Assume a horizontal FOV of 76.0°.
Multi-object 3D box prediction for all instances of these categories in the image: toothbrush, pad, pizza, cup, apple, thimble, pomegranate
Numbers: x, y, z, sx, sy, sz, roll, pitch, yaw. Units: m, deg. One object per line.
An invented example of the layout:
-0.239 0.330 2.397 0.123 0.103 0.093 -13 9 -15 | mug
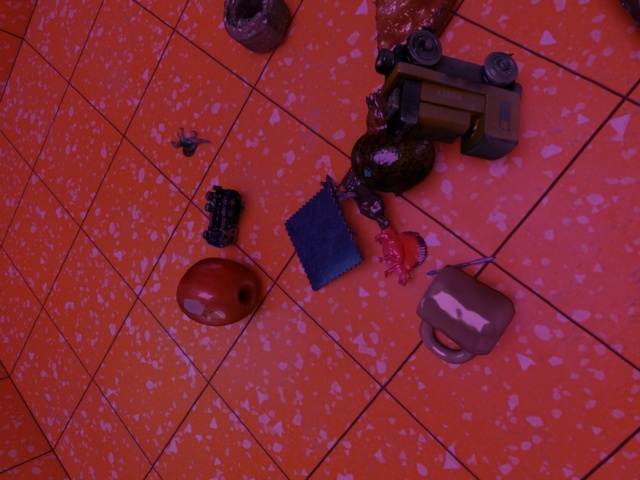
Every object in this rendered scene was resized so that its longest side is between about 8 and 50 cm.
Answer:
0.391 0.072 1.150 0.193 0.019 0.013 -17 81 24 | toothbrush
0.000 0.000 1.301 0.269 0.012 0.269 -39 71 43 | pad
0.257 -0.665 1.185 0.226 0.086 0.336 41 105 26 | pizza
0.360 0.218 1.077 0.202 0.173 0.255 34 104 25 | cup
-0.348 0.176 1.405 0.240 0.242 0.242 3 91 20 | apple
-0.219 -0.761 1.391 0.218 0.150 0.219 -1 89 27 | thimble
0.187 -0.265 1.145 0.221 0.204 0.277 -19 81 -7 | pomegranate

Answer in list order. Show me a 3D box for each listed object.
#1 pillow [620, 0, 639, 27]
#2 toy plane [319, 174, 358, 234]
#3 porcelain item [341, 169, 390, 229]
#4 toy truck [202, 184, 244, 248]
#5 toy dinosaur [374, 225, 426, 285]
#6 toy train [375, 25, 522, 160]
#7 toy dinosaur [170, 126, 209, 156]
0.791 -0.613 0.886 0.283 0.138 0.310 -29 79 15 | pillow
0.049 -0.111 1.278 0.226 0.058 0.226 -47 62 51 | toy plane
0.140 -0.114 1.216 0.081 0.069 0.216 -44 54 24 | porcelain item
-0.341 -0.086 1.474 0.110 0.116 0.216 16 104 27 | toy truck
0.233 -0.008 1.214 0.138 0.070 0.286 -15 73 15 | toy dinosaur
0.322 -0.355 1.023 0.396 0.160 0.253 10 79 -11 | toy train
-0.516 -0.377 1.607 0.187 0.044 0.106 28 116 12 | toy dinosaur
